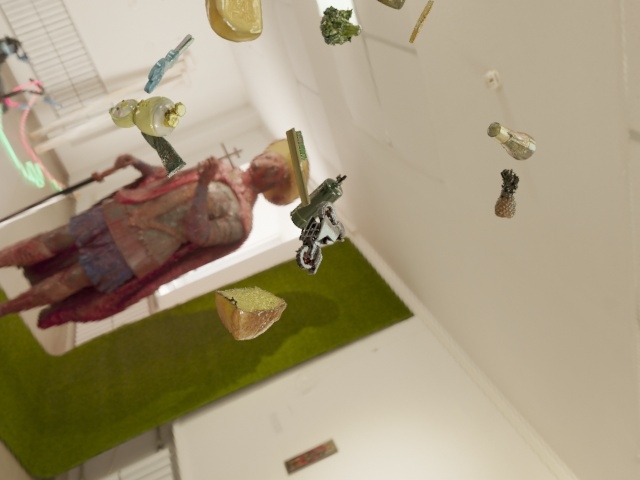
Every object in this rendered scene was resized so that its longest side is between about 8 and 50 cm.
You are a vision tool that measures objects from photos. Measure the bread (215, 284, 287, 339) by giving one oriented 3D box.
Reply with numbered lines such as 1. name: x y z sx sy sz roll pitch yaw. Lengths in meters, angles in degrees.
1. bread: -0.213 0.215 1.796 0.129 0.134 0.260 30 10 26

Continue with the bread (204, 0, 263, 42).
1. bread: -0.211 -0.574 1.493 0.098 0.147 0.217 -21 -116 53

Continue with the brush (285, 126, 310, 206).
1. brush: -0.071 -0.263 2.234 0.054 0.048 0.282 -16 -96 57

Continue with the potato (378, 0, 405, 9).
1. potato: 0.169 -0.750 1.694 0.255 0.269 0.112 58 -42 20

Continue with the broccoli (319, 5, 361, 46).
1. broccoli: 0.078 -0.765 2.236 0.160 0.154 0.167 19 -40 23

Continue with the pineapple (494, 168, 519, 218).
1. pineapple: 0.607 -0.154 2.031 0.074 0.074 0.159 -134 -136 -68

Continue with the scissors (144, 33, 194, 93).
1. scissors: -0.456 -0.551 1.899 0.030 0.256 0.125 33 -35 -8

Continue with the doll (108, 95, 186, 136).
1. doll: -0.573 -0.410 2.018 0.117 0.296 0.141 68 38 -59

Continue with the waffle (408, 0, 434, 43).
1. waffle: 0.326 -0.707 2.005 0.021 0.135 0.092 26 -15 3

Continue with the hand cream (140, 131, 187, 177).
1. hand cream: -0.551 -0.318 2.147 0.052 0.075 0.248 9 36 -54

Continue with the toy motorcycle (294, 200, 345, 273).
1. toy motorcycle: 0.000 0.000 1.718 0.080 0.215 0.122 -3 -38 43

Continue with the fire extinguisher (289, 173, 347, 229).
1. fire extinguisher: 0.008 -0.163 2.347 0.093 0.294 0.118 47 28 -3

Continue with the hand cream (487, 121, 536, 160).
1. hand cream: 0.560 -0.304 1.856 0.203 0.084 0.084 17 34 -44
